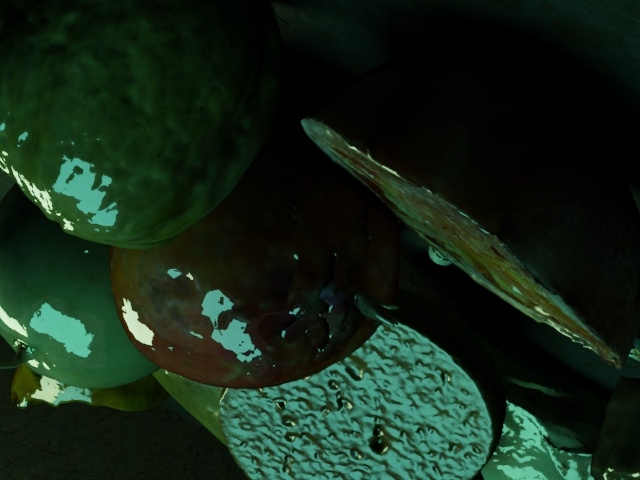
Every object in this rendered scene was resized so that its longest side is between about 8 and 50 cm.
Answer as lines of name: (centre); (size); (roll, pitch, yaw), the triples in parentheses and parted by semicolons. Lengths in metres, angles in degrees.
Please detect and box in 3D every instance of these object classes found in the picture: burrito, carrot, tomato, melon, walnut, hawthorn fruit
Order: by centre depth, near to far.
tomato: (0.149, -0.051, 1.562); (0.338, 0.144, 0.338); (37, 175, 4)
walnut: (-0.165, -0.137, 1.583); (0.283, 0.283, 0.227); (29, 178, -4)
hawthorn fruit: (-0.036, 0.018, 1.742); (0.307, 0.276, 0.276); (17, 162, 45)
melon: (-0.218, 0.015, 1.949); (0.272, 0.308, 0.272); (44, -179, -1)
burrito: (0.222, 0.205, 2.272); (0.332, 0.135, 0.190); (35, 140, -13)
carrot: (-0.291, 0.084, 2.612); (0.241, 0.341, 0.241); (16, -167, -4)

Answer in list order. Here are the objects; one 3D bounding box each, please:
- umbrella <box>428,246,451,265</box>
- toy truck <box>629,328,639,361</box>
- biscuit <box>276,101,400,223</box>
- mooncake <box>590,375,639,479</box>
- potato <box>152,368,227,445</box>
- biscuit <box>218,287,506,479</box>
umbrella: (0.144, -0.016, 1.884); (0.046, 0.050, 0.188); (8, 165, -5)
toy truck: (0.375, 0.105, 1.778); (0.226, 0.098, 0.114); (26, 170, 1)
biscuit: (-0.048, -0.082, 1.996); (0.305, 0.038, 0.305); (26, 164, 8)
mooncake: (0.365, 0.215, 1.742); (0.228, 0.124, 0.228); (23, 173, 3)
potato: (-0.074, 0.144, 2.412); (0.359, 0.219, 0.270); (34, 124, 3)
biscuit: (0.061, 0.212, 2.212); (0.350, 0.070, 0.394); (44, 132, -12)
